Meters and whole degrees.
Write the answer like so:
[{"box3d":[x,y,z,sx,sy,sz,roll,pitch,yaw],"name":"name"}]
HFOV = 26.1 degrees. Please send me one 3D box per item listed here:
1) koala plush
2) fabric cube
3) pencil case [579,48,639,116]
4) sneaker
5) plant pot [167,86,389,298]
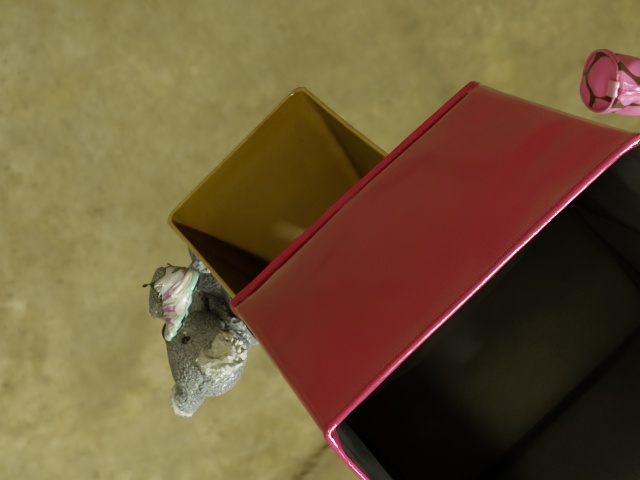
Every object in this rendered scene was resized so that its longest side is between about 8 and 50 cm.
[{"box3d":[-0.146,0.132,1.957,0.203,0.221,0.196,28,138,-16],"name":"koala plush"},{"box3d":[0.134,0.080,0.925,0.254,0.258,0.259,-44,111,-3],"name":"fabric cube"},{"box3d":[0.438,-0.183,1.746,0.209,0.098,0.095,9,120,-17],"name":"pencil case"},{"box3d":[-0.205,0.077,1.813,0.069,0.038,0.098,20,85,5],"name":"sneaker"},{"box3d":[0.000,0.000,1.494,0.212,0.212,0.187,-45,130,-1],"name":"plant pot"}]
